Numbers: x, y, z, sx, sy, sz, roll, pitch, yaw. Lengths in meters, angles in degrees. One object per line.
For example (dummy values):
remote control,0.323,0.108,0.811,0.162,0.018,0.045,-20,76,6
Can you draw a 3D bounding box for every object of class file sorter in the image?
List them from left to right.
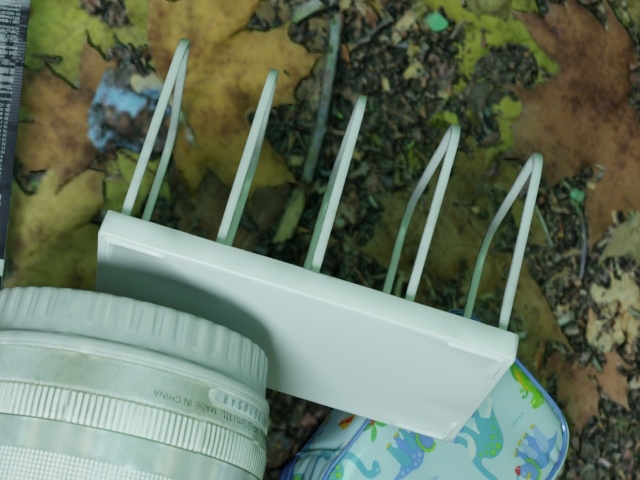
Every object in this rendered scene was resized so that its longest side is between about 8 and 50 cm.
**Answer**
file sorter,0.000,0.000,1.163,0.277,0.193,0.173,17,66,-1

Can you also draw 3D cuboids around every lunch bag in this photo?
lunch bag,0.086,0.179,1.287,0.176,0.090,0.219,46,62,-14

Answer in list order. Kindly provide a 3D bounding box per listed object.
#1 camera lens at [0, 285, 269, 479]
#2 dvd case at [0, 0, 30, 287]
camera lens,-0.155,0.190,1.068,0.219,0.219,0.274,20,71,-26
dvd case,-0.286,-0.077,1.118,0.164,0.018,0.221,3,99,-28
